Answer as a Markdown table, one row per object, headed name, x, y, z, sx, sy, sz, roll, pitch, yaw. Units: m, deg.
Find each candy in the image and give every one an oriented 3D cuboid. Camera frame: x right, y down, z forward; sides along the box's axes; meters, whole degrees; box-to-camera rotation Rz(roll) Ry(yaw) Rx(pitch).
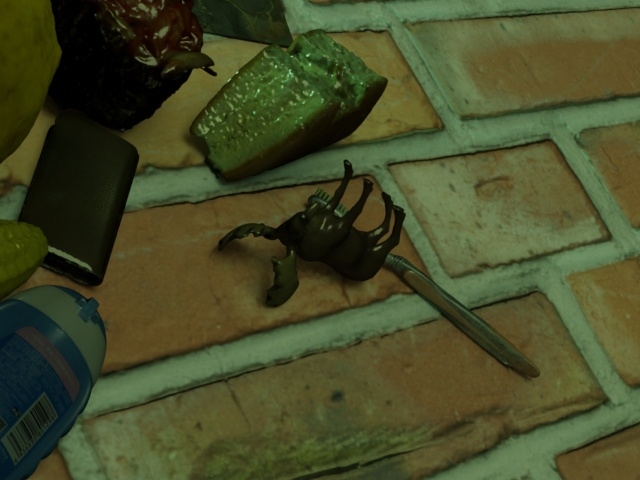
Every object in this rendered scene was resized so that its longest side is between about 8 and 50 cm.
| name | x | y | z | sx | sy | sz | roll | pitch | yaw |
| --- | --- | --- | --- | --- | --- | --- | --- | --- | --- |
| candy | -0.344 | 0.027 | 1.396 | 0.094 | 0.106 | 0.199 | 40 | 34 | 22 |

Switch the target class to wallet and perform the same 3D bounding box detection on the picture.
| name | x | y | z | sx | sy | sz | roll | pitch | yaw |
| --- | --- | --- | --- | --- | --- | --- | --- | --- | --- |
| wallet | -0.266 | -0.048 | 1.567 | 0.110 | 0.031 | 0.198 | 27 | 45 | -19 |

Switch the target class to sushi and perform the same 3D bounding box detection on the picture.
| name | x | y | z | sx | sy | sz | roll | pitch | yaw |
| --- | --- | --- | --- | --- | --- | --- | --- | --- | --- |
| sushi | -0.276 | -0.262 | 1.619 | 0.343 | 0.182 | 0.196 | 32 | 50 | -10 |

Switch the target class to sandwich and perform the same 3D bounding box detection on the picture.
| name | x | y | z | sx | sy | sz | roll | pitch | yaw |
| --- | --- | --- | --- | --- | --- | --- | --- | --- | --- |
| sandwich | -0.042 | -0.165 | 1.769 | 0.122 | 0.128 | 0.236 | 45 | 41 | 11 |

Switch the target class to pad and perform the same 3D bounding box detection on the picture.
| name | x | y | z | sx | sy | sz | roll | pitch | yaw |
| --- | --- | --- | --- | --- | --- | --- | --- | --- | --- |
| pad | -0.181 | -0.423 | 1.946 | 0.248 | 0.007 | 0.367 | 4 | 57 | -36 |

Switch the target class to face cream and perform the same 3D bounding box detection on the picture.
| name | x | y | z | sx | sy | sz | roll | pitch | yaw |
| --- | --- | --- | --- | --- | --- | --- | --- | --- | --- |
| face cream | -0.294 | 0.135 | 1.359 | 0.149 | 0.083 | 0.264 | 52 | 40 | -12 |

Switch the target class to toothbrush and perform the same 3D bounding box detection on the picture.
| name | x | y | z | sx | sy | sz | roll | pitch | yaw |
| --- | --- | --- | --- | --- | --- | --- | --- | --- | --- |
| toothbrush | 0.133 | 0.059 | 1.805 | 0.375 | 0.028 | 0.037 | 39 | 35 | -7 |

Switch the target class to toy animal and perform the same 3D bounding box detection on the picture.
| name | x | y | z | sx | sy | sz | roll | pitch | yaw |
| --- | --- | --- | --- | --- | --- | --- | --- | --- | --- |
| toy animal | 0.000 | 0.000 | 1.687 | 0.214 | 0.186 | 0.094 | 35 | 8 | -43 |

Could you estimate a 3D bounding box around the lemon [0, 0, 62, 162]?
| name | x | y | z | sx | sy | sz | roll | pitch | yaw |
| --- | --- | --- | --- | --- | --- | --- | --- | --- | --- |
| lemon | -0.413 | -0.195 | 1.326 | 0.350 | 0.349 | 0.387 | -1 | 47 | -39 |
